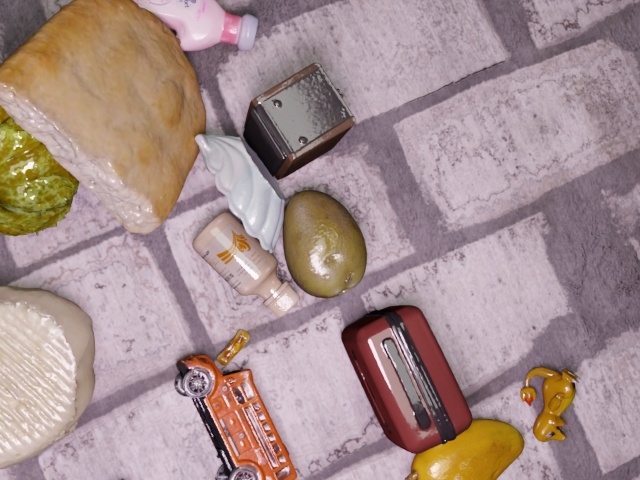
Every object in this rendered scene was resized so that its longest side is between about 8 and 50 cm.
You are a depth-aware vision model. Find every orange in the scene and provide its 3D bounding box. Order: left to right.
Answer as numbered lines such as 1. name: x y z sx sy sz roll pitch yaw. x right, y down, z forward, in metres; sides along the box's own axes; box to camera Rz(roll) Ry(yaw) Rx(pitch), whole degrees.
1. orange: -0.607 -0.154 1.473 0.301 0.300 0.223 52 40 -10

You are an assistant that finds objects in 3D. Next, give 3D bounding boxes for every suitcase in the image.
1. suitcase: 0.177 0.288 1.585 0.161 0.236 0.297 -24 88 -12

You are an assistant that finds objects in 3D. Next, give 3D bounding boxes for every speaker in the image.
1. speaker: -0.052 -0.248 1.605 0.193 0.231 0.153 -33 91 -13

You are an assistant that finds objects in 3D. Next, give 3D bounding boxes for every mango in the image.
1. mango: 0.321 0.484 1.643 0.317 0.119 0.176 -16 104 -23

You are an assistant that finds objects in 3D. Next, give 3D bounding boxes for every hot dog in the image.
1. hot dog: -0.189 0.234 1.626 0.030 0.034 0.090 40 79 -3

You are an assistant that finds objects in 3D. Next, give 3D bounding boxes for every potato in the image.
1. potato: 0.000 0.000 1.628 0.174 0.159 0.251 -15 78 -42

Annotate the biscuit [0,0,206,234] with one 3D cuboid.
1. biscuit: -0.382 -0.271 1.489 0.429 0.104 0.446 55 43 -31

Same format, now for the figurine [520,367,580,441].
1. figurine: 0.520 0.376 1.724 0.122 0.121 0.176 14 91 20

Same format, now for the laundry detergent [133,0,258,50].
1. laundry detergent: -0.308 -0.494 1.659 0.335 0.088 0.159 11 86 -10

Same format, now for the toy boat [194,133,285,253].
1. toy boat: -0.153 -0.115 1.584 0.100 0.199 0.290 -35 88 7

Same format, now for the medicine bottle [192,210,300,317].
1. medicine bottle: -0.154 0.058 1.612 0.252 0.114 0.114 45 78 -4

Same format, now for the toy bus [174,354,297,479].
1. toy bus: -0.182 0.378 1.561 0.153 0.143 0.329 -26 88 -22

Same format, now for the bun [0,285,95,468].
1. bun: -0.602 0.249 1.463 0.360 0.211 0.359 0 94 -6

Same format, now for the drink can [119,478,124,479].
1. drink can: -0.369 0.589 1.510 0.118 0.118 0.205 -41 93 -12
